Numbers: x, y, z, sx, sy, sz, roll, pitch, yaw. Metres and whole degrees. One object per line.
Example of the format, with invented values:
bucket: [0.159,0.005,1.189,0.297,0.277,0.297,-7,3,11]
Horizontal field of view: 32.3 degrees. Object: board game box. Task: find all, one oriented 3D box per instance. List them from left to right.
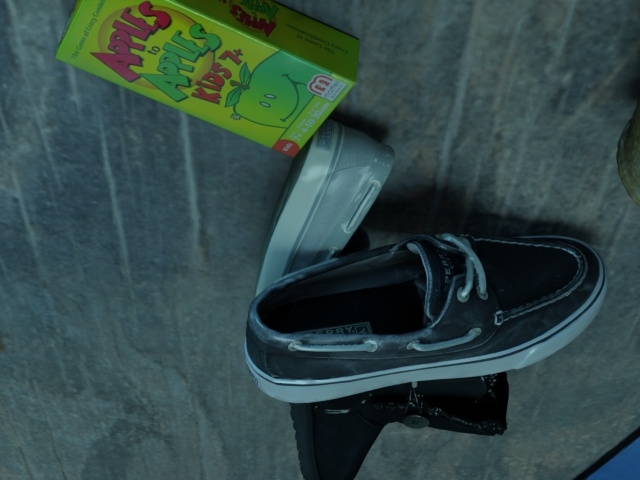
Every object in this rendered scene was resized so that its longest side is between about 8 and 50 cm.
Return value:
board game box: [-0.075,-0.129,0.745,0.181,0.043,0.092,21,142,-20]

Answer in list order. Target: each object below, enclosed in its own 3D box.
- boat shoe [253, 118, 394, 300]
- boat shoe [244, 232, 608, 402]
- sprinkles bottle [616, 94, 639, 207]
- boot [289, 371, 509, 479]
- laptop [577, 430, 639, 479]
boat shoe: [0.000,-0.001,0.878,0.081,0.079,0.227,16,140,-7]
boat shoe: [0.088,0.041,0.852,0.301,0.108,0.102,-10,146,-9]
sprinkles bottle: [0.258,-0.149,0.607,0.121,0.121,0.355,4,144,3]
boot: [0.081,0.179,1.098,0.207,0.094,0.246,2,138,11]
laptop: [0.532,0.328,1.135,0.236,0.408,0.382,-17,154,-29]
